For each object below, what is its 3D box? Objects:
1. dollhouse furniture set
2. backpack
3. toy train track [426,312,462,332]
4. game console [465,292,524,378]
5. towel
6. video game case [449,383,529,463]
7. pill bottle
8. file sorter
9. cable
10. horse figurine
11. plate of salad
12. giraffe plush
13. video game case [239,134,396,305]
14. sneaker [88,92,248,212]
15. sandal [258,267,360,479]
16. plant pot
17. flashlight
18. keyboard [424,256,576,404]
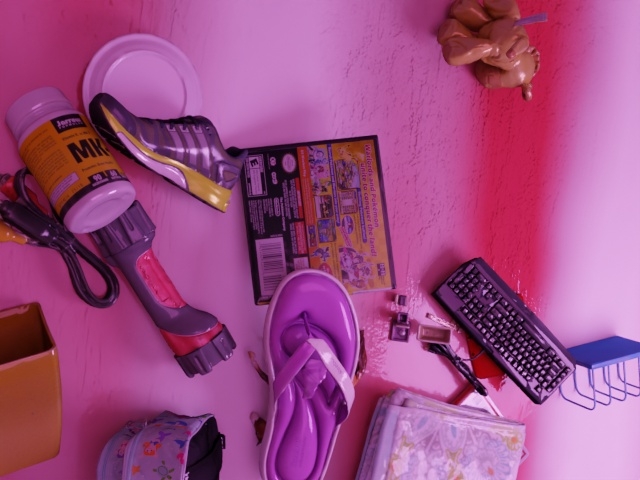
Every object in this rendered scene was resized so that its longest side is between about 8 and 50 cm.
[{"bbox_3d":[0.192,0.153,1.557,0.114,0.081,0.091,7,90,4],"label":"dollhouse furniture set"},{"bbox_3d":[-0.251,0.394,1.322,0.191,0.253,0.225,1,93,-2],"label":"backpack"},{"bbox_3d":[0.246,0.163,1.638,0.083,0.014,0.048,26,83,-21],"label":"toy train track"},{"bbox_3d":[0.362,0.192,1.688,0.124,0.085,0.144,-25,104,-51],"label":"game console"},{"bbox_3d":[0.214,0.488,1.574,0.320,0.090,0.374,17,86,-21],"label":"towel"},{"bbox_3d":[0.265,0.447,1.653,0.285,0.025,0.204,-41,106,-16],"label":"video game case"},{"bbox_3d":[-0.386,-0.124,1.281,0.119,0.119,0.208,-33,79,-18],"label":"pill bottle"},{"bbox_3d":[0.593,0.274,1.731,0.170,0.118,0.104,-10,100,-21],"label":"file sorter"},{"bbox_3d":[-0.433,-0.010,1.349,0.287,0.072,0.139,43,59,-30],"label":"cable"},{"bbox_3d":[-0.016,0.246,1.509,0.263,0.066,0.174,-19,94,-18],"label":"horse figurine"},{"bbox_3d":[-0.293,-0.240,1.381,0.199,0.048,0.200,-3,96,-25],"label":"plate of salad"},{"bbox_3d":[0.344,-0.358,1.589,0.170,0.210,0.181,50,58,-50],"label":"giraffe plush"},{"bbox_3d":[-0.007,-0.036,1.460,0.248,0.035,0.275,-6,86,-4],"label":"video game case"},{"bbox_3d":[-0.239,-0.162,1.343,0.300,0.111,0.121,34,85,-45],"label":"sneaker"},{"bbox_3d":[-0.012,0.255,1.416,0.169,0.102,0.416,1,103,-14],"label":"sandal"},{"bbox_3d":[-0.493,0.237,1.249,0.212,0.212,0.187,-16,111,-21],"label":"plant pot"},{"bbox_3d":[-0.255,0.079,1.387,0.103,0.103,0.304,-40,107,-43],"label":"flashlight"},{"bbox_3d":[0.335,0.201,1.626,0.201,0.033,0.317,-44,98,2],"label":"keyboard"}]
